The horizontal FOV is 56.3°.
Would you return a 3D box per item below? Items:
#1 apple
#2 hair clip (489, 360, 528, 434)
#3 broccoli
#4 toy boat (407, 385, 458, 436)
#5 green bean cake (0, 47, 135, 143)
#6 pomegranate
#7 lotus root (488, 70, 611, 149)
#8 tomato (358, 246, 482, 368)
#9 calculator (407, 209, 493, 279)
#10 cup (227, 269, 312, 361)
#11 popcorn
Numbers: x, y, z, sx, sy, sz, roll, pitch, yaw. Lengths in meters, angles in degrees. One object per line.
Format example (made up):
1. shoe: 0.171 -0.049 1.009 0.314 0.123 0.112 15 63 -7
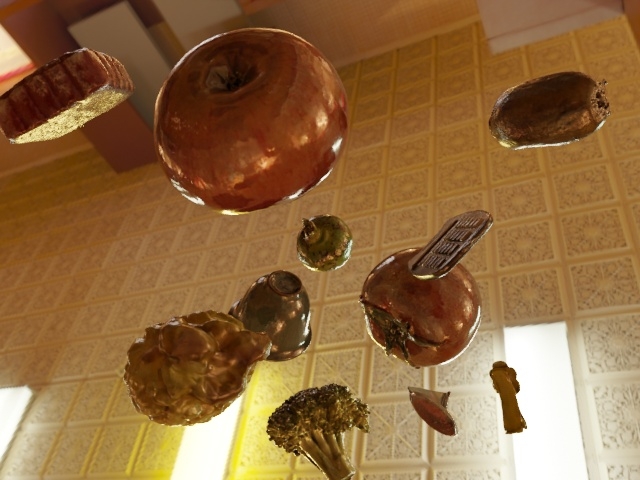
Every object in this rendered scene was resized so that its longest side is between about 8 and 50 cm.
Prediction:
1. apple: -0.123 -0.210 1.026 0.345 0.269 0.344 -8 -139 7
2. hair clip: 0.454 0.373 1.439 0.072 0.046 0.172 -21 -102 37
3. broccoli: 0.005 0.490 1.496 0.247 0.263 0.243 -51 -122 36
4. toy boat: 0.171 0.245 0.912 0.096 0.122 0.034 41 -80 6
5. green bean cake: -0.291 -0.165 0.684 0.136 0.056 0.135 -29 -171 3
6. pomegranate: 0.000 0.000 2.109 0.211 0.263 0.210 -14 -118 28
7. lotus root: 0.520 -0.300 1.397 0.275 0.152 0.160 -9 -138 52
8. tomato: 0.259 0.173 1.547 0.317 0.316 0.283 14 -143 41
9. calculator: 0.250 0.009 1.167 0.177 0.040 0.268 -47 180 -1
10. cup: -0.096 0.144 1.321 0.199 0.149 0.199 13 -142 -10
11. popcorn: -0.218 0.223 1.095 0.252 0.237 0.205 -26 -113 20
